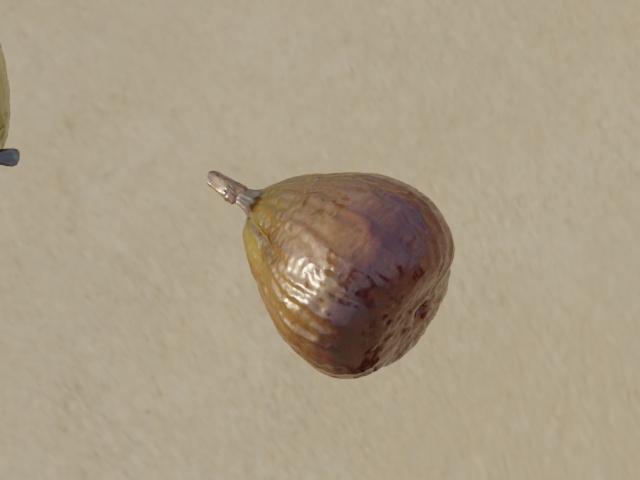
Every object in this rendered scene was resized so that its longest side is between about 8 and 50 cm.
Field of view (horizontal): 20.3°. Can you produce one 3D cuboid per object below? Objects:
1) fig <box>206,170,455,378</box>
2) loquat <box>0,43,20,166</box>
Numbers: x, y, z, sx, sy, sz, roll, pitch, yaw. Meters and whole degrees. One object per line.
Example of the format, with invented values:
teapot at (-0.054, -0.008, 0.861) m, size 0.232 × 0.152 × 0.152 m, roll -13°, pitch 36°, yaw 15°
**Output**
fig at (0.012, 0.009, 1.016) m, size 0.119 × 0.119 × 0.153 m, roll -39°, pitch 38°, yaw -6°
loquat at (-0.219, -0.063, 0.726) m, size 0.204 × 0.149 × 0.172 m, roll 42°, pitch 57°, yaw 4°
